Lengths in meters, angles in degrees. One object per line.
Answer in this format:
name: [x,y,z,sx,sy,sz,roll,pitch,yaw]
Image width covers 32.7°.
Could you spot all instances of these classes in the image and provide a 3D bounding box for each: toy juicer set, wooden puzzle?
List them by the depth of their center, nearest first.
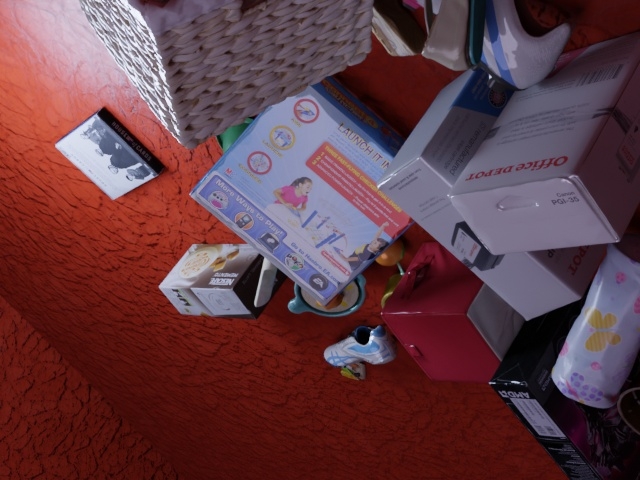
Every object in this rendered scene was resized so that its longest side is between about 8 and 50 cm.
toy juicer set: [0.011,0.064,2.038,0.329,0.089,0.209,-2,131,12]
wooden puzzle: [0.069,0.287,2.484,0.079,0.014,0.116,19,146,25]

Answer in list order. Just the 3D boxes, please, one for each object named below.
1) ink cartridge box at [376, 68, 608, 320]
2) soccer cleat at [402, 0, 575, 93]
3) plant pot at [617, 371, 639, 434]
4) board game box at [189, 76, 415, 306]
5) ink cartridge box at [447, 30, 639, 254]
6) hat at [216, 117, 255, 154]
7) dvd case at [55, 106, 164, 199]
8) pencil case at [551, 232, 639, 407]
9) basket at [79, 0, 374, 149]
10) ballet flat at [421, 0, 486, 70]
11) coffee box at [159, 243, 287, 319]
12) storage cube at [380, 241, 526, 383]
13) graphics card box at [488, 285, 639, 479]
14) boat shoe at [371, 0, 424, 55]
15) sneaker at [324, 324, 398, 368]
ink cartridge box: [0.271,-0.073,1.569,0.307,0.223,0.129,41,149,-10]
soccer cleat: [0.186,-0.340,1.415,0.331,0.116,0.143,41,124,-2]
plant pot: [0.584,0.225,1.740,0.167,0.165,0.167,25,149,16]
board game box: [-0.006,-0.091,1.819,0.308,0.086,0.302,40,120,-9]
ink cartridge box: [0.320,-0.122,1.391,0.207,0.283,0.117,-8,129,50]
hat: [-0.148,-0.103,1.976,0.208,0.183,0.173,12,144,33]
dvd case: [-0.453,-0.180,2.322,0.179,0.029,0.239,45,149,-18]
pencil case: [0.450,0.122,1.664,0.113,0.124,0.273,31,117,27]
basket: [-0.140,-0.355,1.393,0.331,0.328,0.266,51,161,27]
ballet flat: [0.169,-0.333,1.326,0.086,0.248,0.086,9,-172,-1]
coffee box: [-0.209,0.086,2.348,0.246,0.141,0.098,1,135,45]
storage cube: [0.259,0.123,1.897,0.193,0.183,0.215,-4,132,47]
graphics card box: [0.465,0.275,1.862,0.371,0.233,0.094,49,151,-22]
boat shoe: [0.080,-0.327,1.557,0.059,0.063,0.170,-11,128,43]
sneaker: [0.081,0.223,2.330,0.237,0.085,0.086,-16,97,57]
